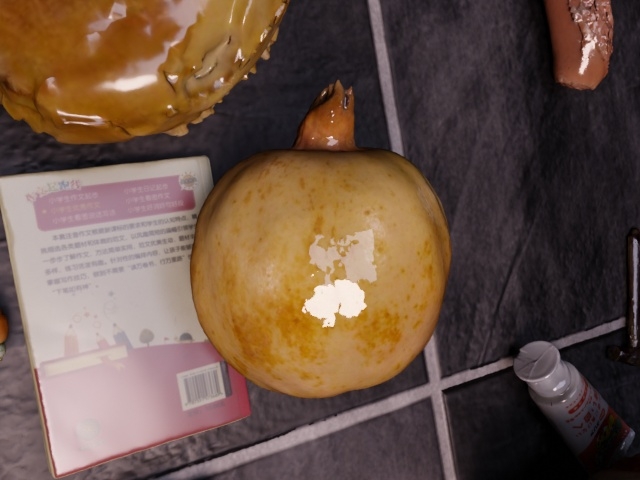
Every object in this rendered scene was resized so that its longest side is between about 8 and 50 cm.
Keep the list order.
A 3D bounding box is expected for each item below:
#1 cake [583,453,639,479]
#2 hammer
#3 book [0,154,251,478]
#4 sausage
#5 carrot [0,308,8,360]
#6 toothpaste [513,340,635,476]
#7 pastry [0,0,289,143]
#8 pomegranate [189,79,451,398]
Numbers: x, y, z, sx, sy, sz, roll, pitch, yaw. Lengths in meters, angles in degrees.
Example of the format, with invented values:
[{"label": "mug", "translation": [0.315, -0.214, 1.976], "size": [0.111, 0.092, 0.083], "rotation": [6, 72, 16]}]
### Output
[{"label": "cake", "translation": [0.317, 0.359, 0.458], "size": [0.319, 0.269, 0.270], "rotation": [-16, 72, -13]}, {"label": "hammer", "translation": [0.400, 0.070, 0.677], "size": [0.065, 0.021, 0.179], "rotation": [7, 85, -23]}, {"label": "book", "translation": [-0.152, 0.053, 0.430], "size": [0.162, 0.022, 0.232], "rotation": [-11, 92, -26]}, {"label": "sausage", "translation": [0.284, -0.325, 0.609], "size": [0.078, 0.078, 0.305], "rotation": [-13, 94, -24]}, {"label": "carrot", "translation": [-0.269, 0.028, 0.375], "size": [0.035, 0.035, 0.142], "rotation": [-38, 99, -20]}, {"label": "toothpaste", "translation": [0.301, 0.203, 0.617], "size": [0.234, 0.057, 0.089], "rotation": [47, 74, -27]}, {"label": "pastry", "translation": [-0.157, -0.211, 0.359], "size": [0.254, 0.162, 0.311], "rotation": [-26, 92, 1]}, {"label": "pomegranate", "translation": [0.001, 0.016, 0.411], "size": [0.207, 0.207, 0.207], "rotation": [1, 88, -24]}]
